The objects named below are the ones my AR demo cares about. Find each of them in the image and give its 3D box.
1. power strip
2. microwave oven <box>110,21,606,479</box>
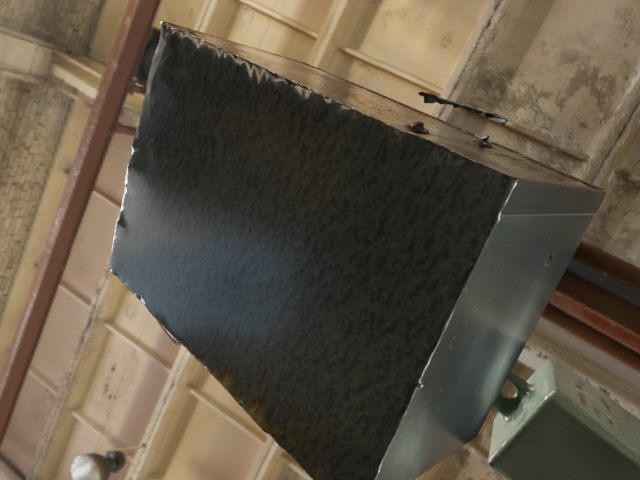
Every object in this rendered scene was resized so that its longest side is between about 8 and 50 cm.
[{"bbox_3d":[0.306,0.253,0.741,0.224,0.140,0.139,37,-70,11],"label":"power strip"},{"bbox_3d":[0.000,0.000,0.612,0.432,0.236,0.375,33,-66,35],"label":"microwave oven"}]
